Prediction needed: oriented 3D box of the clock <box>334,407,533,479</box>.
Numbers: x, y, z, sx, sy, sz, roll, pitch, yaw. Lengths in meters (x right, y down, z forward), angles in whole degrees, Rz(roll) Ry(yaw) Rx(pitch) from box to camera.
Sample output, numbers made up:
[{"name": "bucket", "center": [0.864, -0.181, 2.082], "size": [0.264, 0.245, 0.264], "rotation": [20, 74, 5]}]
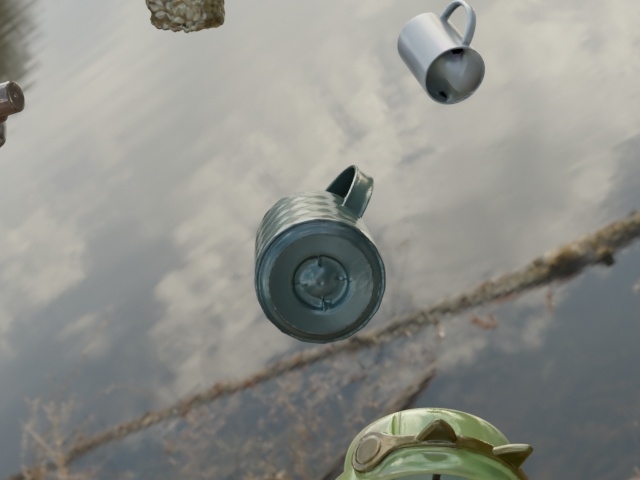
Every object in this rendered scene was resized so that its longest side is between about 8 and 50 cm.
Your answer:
[{"name": "clock", "center": [0.155, 0.355, 1.841], "size": [0.117, 0.286, 0.348], "rotation": [-86, 20, -46]}]

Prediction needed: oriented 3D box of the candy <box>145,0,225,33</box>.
[{"name": "candy", "center": [-0.158, -0.295, 1.512], "size": [0.095, 0.110, 0.085], "rotation": [3, 22, 33]}]

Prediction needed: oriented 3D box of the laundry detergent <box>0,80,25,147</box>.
[{"name": "laundry detergent", "center": [-0.456, -0.140, 1.611], "size": [0.237, 0.171, 0.076], "rotation": [-13, 74, 17]}]

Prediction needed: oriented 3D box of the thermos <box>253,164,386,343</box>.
[{"name": "thermos", "center": [0.000, 0.000, 1.529], "size": [0.182, 0.145, 0.286], "rotation": [-53, 12, 10]}]

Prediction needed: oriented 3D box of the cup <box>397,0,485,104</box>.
[{"name": "cup", "center": [0.198, -0.293, 1.999], "size": [0.136, 0.099, 0.133], "rotation": [-39, 37, 9]}]
